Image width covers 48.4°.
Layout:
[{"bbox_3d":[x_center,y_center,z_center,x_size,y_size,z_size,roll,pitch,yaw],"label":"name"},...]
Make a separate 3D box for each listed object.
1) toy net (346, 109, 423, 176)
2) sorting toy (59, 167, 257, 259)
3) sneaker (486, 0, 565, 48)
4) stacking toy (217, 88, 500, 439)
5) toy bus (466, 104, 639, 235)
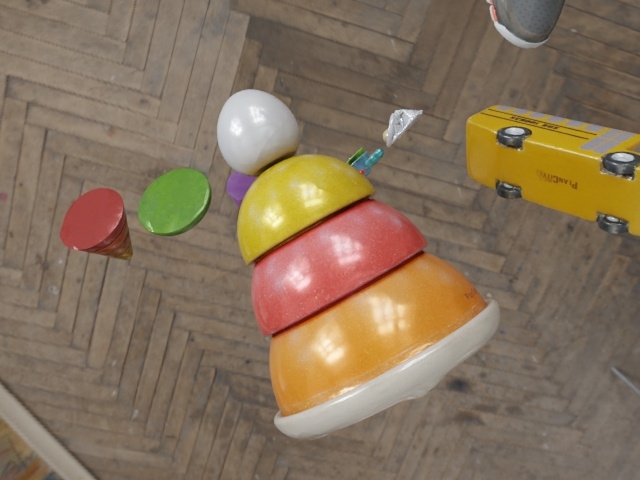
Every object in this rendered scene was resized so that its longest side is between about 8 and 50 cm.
[{"bbox_3d":[0.096,-0.166,1.283,0.045,0.122,0.232,46,138,2],"label":"toy net"},{"bbox_3d":[-0.241,-0.030,1.188,0.365,0.127,0.126,-11,144,13],"label":"sorting toy"},{"bbox_3d":[0.153,-0.209,0.470,0.061,0.065,0.158,7,98,-12],"label":"sneaker"},{"bbox_3d":[0.000,0.000,1.014,0.350,0.350,0.480,-29,85,7],"label":"stacking toy"},{"bbox_3d":[0.373,-0.116,1.089,0.130,0.332,0.108,-27,124,-32],"label":"toy bus"}]
